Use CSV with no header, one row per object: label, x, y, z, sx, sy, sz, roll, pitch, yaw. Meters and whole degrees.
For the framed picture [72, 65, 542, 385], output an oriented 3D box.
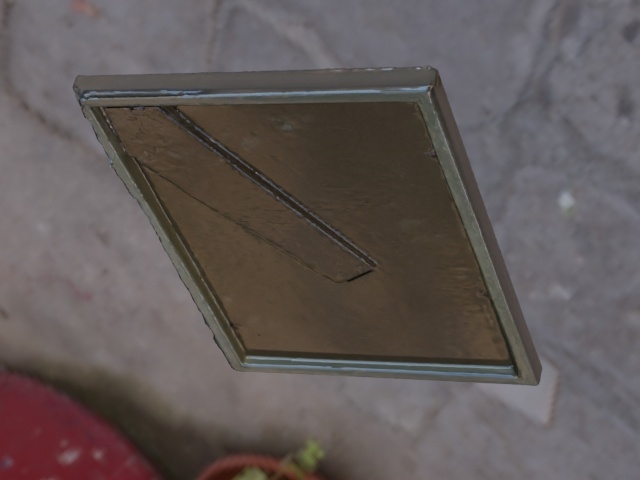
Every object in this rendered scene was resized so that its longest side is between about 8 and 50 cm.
framed picture,0.000,0.000,1.207,0.232,0.024,0.315,1,145,21
